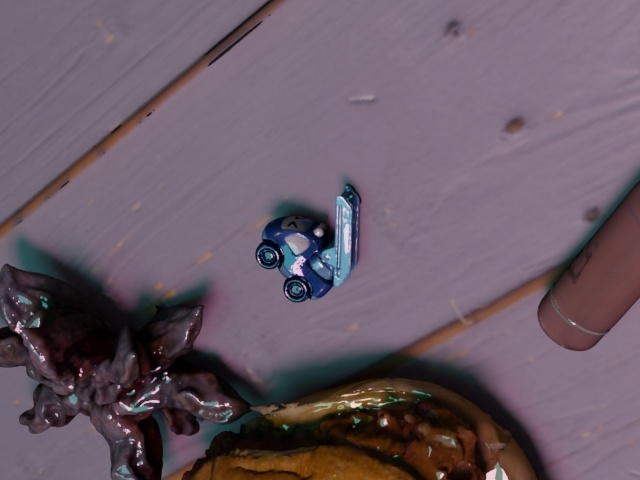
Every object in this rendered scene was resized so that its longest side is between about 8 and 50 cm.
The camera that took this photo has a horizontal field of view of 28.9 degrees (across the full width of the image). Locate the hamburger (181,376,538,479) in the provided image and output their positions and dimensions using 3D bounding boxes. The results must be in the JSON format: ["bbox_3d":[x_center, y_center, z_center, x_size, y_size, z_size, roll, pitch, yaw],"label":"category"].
[{"bbox_3d":[0.031,0.205,0.991,0.282,0.155,0.245,34,122,13],"label":"hamburger"}]

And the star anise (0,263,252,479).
[{"bbox_3d":[-0.198,0.120,1.105,0.283,0.129,0.212,21,137,24],"label":"star anise"}]

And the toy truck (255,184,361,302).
[{"bbox_3d":[0.000,0.000,0.979,0.090,0.056,0.073,-38,95,22],"label":"toy truck"}]

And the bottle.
[{"bbox_3d":[0.208,0.018,0.869,0.053,0.053,0.140,38,125,8],"label":"bottle"}]
